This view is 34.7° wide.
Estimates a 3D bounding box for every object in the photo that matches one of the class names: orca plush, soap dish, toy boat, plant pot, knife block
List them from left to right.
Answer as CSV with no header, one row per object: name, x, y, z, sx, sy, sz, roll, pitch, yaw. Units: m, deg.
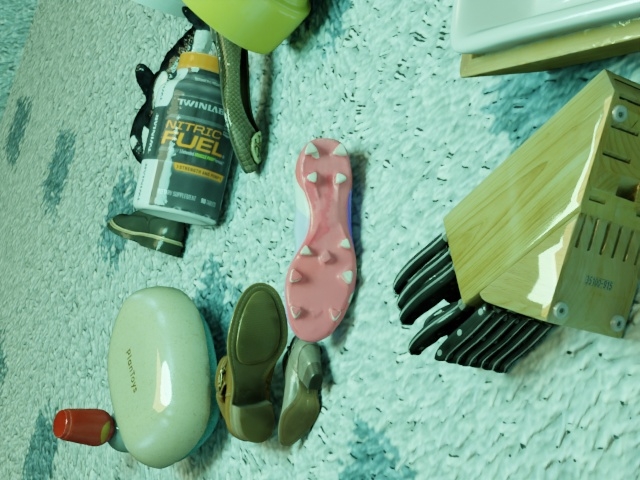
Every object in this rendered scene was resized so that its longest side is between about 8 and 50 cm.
toy boat,-0.247,0.217,1.471,0.318,0.148,0.267,-38,51,35
orca plush,-0.258,-0.256,1.633,0.151,0.102,0.287,-54,-8,-50
plant pot,-0.072,-0.419,1.361,0.239,0.254,0.254,-40,43,22
knife block,0.171,-0.011,0.906,0.242,0.088,0.275,21,96,59
soap dish,0.243,-0.260,0.860,0.291,0.118,0.228,-1,79,59

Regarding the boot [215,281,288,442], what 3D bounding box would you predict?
boot,-0.097,0.149,1.270,0.152,0.073,0.197,176,100,-74

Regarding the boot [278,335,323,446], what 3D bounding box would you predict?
boot,-0.029,0.172,1.212,0.118,0.042,0.087,-64,26,17

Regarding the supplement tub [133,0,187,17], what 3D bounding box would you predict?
supplement tub,-0.254,-0.554,1.706,0.228,0.228,0.316,45,116,56

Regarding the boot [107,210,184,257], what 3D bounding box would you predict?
boot,-0.267,-0.055,1.680,0.198,0.077,0.137,17,87,47

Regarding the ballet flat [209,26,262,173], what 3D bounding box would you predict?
ballet flat,-0.112,-0.219,1.456,0.084,0.058,0.249,66,-166,-81

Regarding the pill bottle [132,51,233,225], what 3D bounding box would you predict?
pill bottle,-0.192,-0.153,1.528,0.130,0.131,0.245,1,79,59

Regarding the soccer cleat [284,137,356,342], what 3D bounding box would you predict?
soccer cleat,0.000,0.000,1.214,0.095,0.083,0.247,105,167,-78
